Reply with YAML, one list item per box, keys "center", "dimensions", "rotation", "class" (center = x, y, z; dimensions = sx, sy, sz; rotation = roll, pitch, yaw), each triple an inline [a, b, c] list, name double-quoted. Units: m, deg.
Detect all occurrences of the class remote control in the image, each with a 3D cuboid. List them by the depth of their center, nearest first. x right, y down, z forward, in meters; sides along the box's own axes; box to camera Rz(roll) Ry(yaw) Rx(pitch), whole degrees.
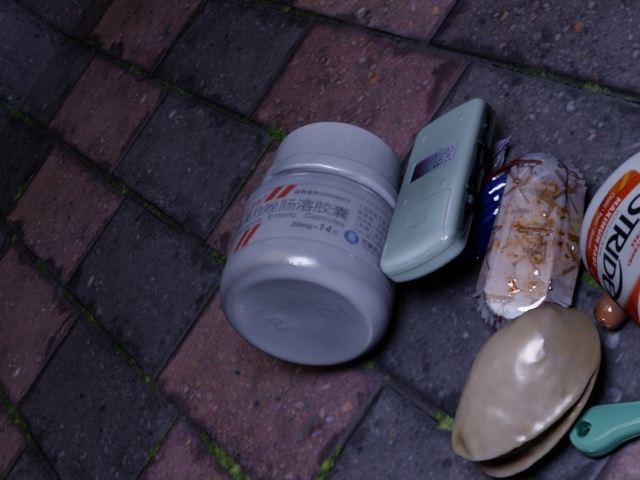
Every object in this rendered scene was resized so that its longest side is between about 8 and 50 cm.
- center: [0.165, -0.070, 1.481]
  dimensions: [0.140, 0.056, 0.296]
  rotation: [-31, 30, 41]
  class: "remote control"

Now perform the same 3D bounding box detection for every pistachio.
- center: [0.239, 0.171, 1.264]
  dimensions: [0.223, 0.126, 0.152]
  rotation: [-52, 34, 6]
  class: "pistachio"

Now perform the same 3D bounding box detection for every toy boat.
- center: [0.190, -0.074, 1.573]
  dimensions: [0.219, 0.072, 0.318]
  rotation: [-51, 33, -1]
  class: "toy boat"

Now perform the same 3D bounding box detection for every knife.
- center: [0.390, 0.188, 1.165]
  dimensions: [0.260, 0.035, 0.063]
  rotation: [-21, 46, 33]
  class: "knife"

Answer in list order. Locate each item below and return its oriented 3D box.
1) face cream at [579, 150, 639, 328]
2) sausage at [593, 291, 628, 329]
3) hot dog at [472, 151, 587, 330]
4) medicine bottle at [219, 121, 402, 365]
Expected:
- center: [0.403, 0.016, 1.141]
  dimensions: [0.201, 0.201, 0.187]
  rotation: [-46, 37, 12]
  class: "face cream"
- center: [0.381, 0.027, 1.286]
  dimensions: [0.176, 0.047, 0.040]
  rotation: [-57, 39, -1]
  class: "sausage"
- center: [0.273, -0.001, 1.382]
  dimensions: [0.131, 0.069, 0.252]
  rotation: [6, 72, 24]
  class: "hot dog"
- center: [0.000, 0.000, 1.572]
  dimensions: [0.245, 0.245, 0.306]
  rotation: [-24, 36, 35]
  class: "medicine bottle"
